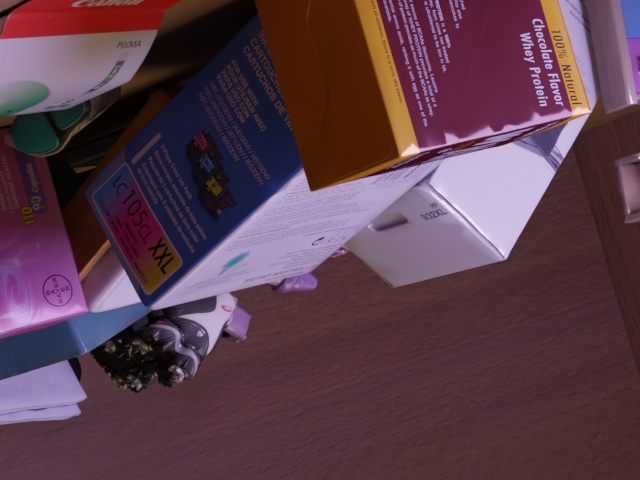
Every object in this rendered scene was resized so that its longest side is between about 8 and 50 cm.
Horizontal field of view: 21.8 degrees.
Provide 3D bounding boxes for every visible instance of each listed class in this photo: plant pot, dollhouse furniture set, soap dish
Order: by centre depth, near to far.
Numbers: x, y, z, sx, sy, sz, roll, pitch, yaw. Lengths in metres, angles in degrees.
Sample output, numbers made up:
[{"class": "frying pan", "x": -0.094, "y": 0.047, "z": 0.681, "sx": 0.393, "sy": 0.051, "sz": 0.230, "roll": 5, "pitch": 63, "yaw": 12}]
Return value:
[{"class": "dollhouse furniture set", "x": 0.446, "y": -0.185, "z": 1.667, "sx": 0.198, "sy": 0.286, "sz": 0.303, "roll": -7, "pitch": 175, "yaw": -24}, {"class": "soap dish", "x": -0.165, "y": -0.056, "z": 1.875, "sx": 0.291, "sy": 0.118, "sz": 0.229, "roll": -47, "pitch": 163, "yaw": 27}, {"class": "plant pot", "x": -0.341, "y": 0.019, "z": 1.958, "sx": 0.165, "sy": 0.234, "sz": 0.165, "roll": -18, "pitch": -171, "yaw": 30}]

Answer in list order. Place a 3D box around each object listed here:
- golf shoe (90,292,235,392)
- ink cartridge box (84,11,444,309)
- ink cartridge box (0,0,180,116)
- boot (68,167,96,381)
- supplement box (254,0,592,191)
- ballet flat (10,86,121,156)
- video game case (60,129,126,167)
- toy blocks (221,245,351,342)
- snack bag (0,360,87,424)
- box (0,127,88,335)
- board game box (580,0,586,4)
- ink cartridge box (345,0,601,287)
[{"class": "golf shoe", "x": -0.205, "y": 0.120, "z": 2.077, "sx": 0.120, "sy": 0.105, "sz": 0.273, "roll": -44, "pitch": -157, "yaw": -30}, {"class": "ink cartridge box", "x": 0.007, "y": -0.114, "z": 1.551, "sx": 0.395, "sy": 0.151, "sz": 0.270, "roll": -39, "pitch": 165, "yaw": 33}, {"class": "ink cartridge box", "x": -0.202, "y": -0.151, "z": 1.330, "sx": 0.224, "sy": 0.056, "sz": 0.181, "roll": -16, "pitch": 178, "yaw": 39}, {"class": "boot", "x": -0.352, "y": 0.085, "z": 2.306, "sx": 0.445, "sy": 0.367, "sz": 0.146, "roll": -15, "pitch": -142, "yaw": 41}, {"class": "supplement box", "x": 0.076, "y": -0.158, "z": 1.296, "sx": 0.194, "sy": 0.191, "sz": 0.129, "roll": -15, "pitch": 178, "yaw": -33}, {"class": "ballet flat", "x": -0.248, "y": -0.123, "z": 1.639, "sx": 0.052, "sy": 0.057, "sz": 0.168, "roll": -26, "pitch": -175, "yaw": -37}, {"class": "video game case", "x": -0.206, "y": -0.130, "z": 2.102, "sx": 0.190, "sy": 0.022, "sz": 0.173, "roll": -17, "pitch": 177, "yaw": 28}, {"class": "toy blocks", "x": 0.000, "y": 0.000, "z": 2.173, "sx": 0.260, "sy": 0.309, "sz": 0.288, "roll": 23, "pitch": 160, "yaw": -24}, {"class": "snack bag", "x": -0.470, "y": 0.084, "z": 1.993, "sx": 0.037, "sy": 0.323, "sz": 0.342, "roll": -43, "pitch": 155, "yaw": 29}, {"class": "box", "x": -0.398, "y": 0.008, "z": 1.748, "sx": 0.243, "sy": 0.214, "sz": 0.117, "roll": -13, "pitch": 177, "yaw": -35}, {"class": "board game box", "x": 0.353, "y": -0.299, "z": 1.820, "sx": 0.154, "sy": 0.026, "sz": 0.103, "roll": -16, "pitch": 177, "yaw": 9}, {"class": "ink cartridge box", "x": 0.166, "y": -0.113, "z": 1.819, "sx": 0.223, "sy": 0.129, "sz": 0.307, "roll": -18, "pitch": -146, "yaw": 58}]
